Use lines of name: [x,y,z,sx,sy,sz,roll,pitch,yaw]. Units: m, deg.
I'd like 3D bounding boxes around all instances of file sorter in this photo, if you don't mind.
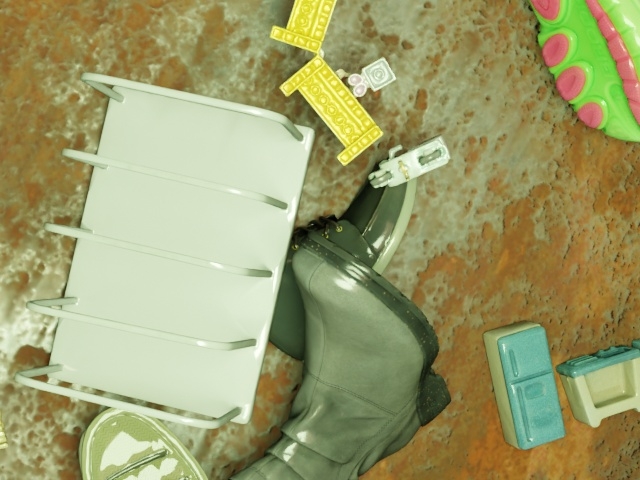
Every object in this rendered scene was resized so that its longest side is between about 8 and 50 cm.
file sorter: [-0.136,0.011,1.168,0.193,0.173,0.277,13,90,6]

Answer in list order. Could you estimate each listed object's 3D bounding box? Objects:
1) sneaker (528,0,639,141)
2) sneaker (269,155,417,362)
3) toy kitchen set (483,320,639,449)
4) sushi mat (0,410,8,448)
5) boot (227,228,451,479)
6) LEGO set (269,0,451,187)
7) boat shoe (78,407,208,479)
sneaker: [0.279,-0.340,1.320,0.202,0.185,0.482,-28,108,-34]
sneaker: [0.000,0.000,1.285,0.118,0.083,0.222,30,86,-16]
toy kitchen set: [0.298,0.132,1.341,0.207,0.166,0.122,-16,98,-16]
sushi mat: [-0.449,0.147,1.190,0.317,0.019,0.151,-11,98,-16]
boot: [-0.001,0.153,1.196,0.223,0.118,0.338,-45,144,-12]
LEGO set: [0.021,-0.185,1.248,0.132,0.107,0.287,-17,98,4]
boat shoe: [-0.129,0.286,1.254,0.113,0.103,0.302,-32,95,-11]
